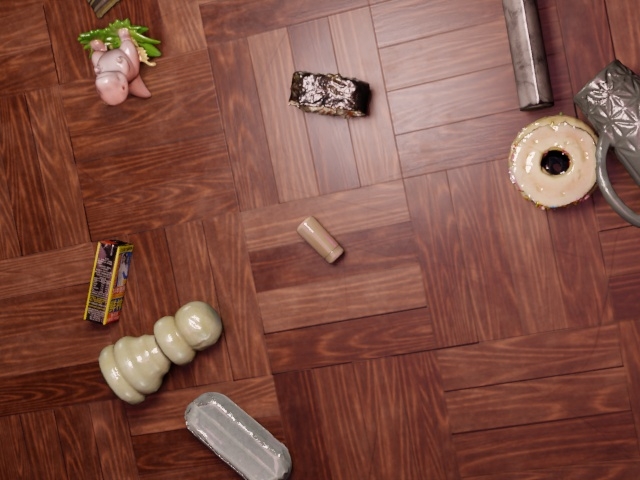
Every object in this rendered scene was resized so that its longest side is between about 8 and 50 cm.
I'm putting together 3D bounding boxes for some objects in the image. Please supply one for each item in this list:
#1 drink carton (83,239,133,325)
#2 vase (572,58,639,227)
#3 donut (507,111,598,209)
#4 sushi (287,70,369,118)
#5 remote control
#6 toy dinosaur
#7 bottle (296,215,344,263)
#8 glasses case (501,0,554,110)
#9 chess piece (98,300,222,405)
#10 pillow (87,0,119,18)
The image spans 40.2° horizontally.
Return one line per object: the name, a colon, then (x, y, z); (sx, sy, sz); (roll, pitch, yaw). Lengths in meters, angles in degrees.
drink carton: (-0.433, 0.083, 1.784); (0.056, 0.071, 0.166); (13, 96, 9)
vase: (0.559, -0.159, 1.484); (0.251, 0.156, 0.301); (-39, 82, -11)
donut: (0.422, -0.139, 1.567); (0.174, 0.068, 0.175); (1, 92, 14)
sushi: (0.017, -0.272, 1.642); (0.150, 0.090, 0.078); (9, 93, 14)
remote control: (-0.166, 0.403, 1.755); (0.247, 0.052, 0.104); (37, 100, 11)
toy dinosaur: (-0.374, -0.328, 1.686); (0.152, 0.194, 0.177); (-15, 73, 0)
bottle: (0.000, 0.000, 1.689); (0.045, 0.045, 0.096); (-44, 86, 12)
glasses case: (0.357, -0.380, 1.540); (0.060, 0.114, 0.299); (-10, 92, 15)
chess piece: (-0.307, 0.211, 1.741); (0.243, 0.133, 0.133); (-34, 86, 9)
pillow: (-0.461, -0.560, 1.760); (0.113, 0.038, 0.203); (-36, 86, 13)
